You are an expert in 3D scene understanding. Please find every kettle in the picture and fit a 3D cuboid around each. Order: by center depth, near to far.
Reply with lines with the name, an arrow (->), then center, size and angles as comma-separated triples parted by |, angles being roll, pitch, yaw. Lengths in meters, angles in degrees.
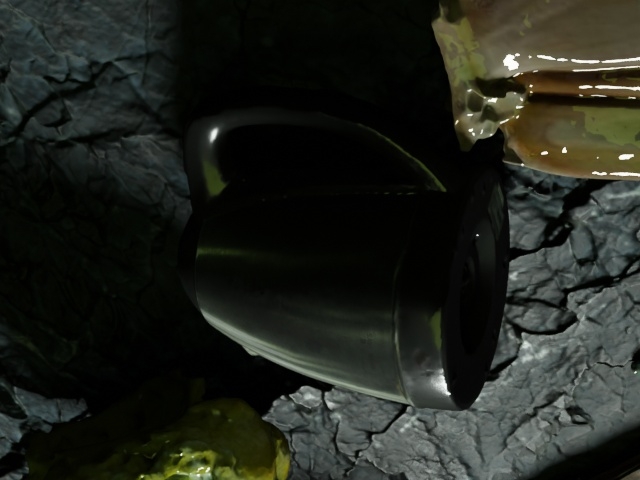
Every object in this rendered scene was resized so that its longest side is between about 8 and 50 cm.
kettle -> -0.001, 0.017, 1.148 | 0.271, 0.207, 0.251 | 6, 160, 22

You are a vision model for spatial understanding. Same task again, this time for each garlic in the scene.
garlic -> 0.228, -0.173, 1.007 | 0.325, 0.132, 0.279 | -8, 127, 18

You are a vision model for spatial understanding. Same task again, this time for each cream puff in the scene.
cream puff -> -0.164, 0.221, 1.344 | 0.282, 0.185, 0.282 | -10, 158, -4

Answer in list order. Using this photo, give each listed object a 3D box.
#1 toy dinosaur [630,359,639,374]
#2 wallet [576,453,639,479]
toy dinosaur -> 0.438, 0.129, 1.248 | 0.292, 0.079, 0.120 | 15, 127, 1
wallet -> 0.277, 0.294, 1.423 | 0.230, 0.042, 0.124 | -32, 120, 30
